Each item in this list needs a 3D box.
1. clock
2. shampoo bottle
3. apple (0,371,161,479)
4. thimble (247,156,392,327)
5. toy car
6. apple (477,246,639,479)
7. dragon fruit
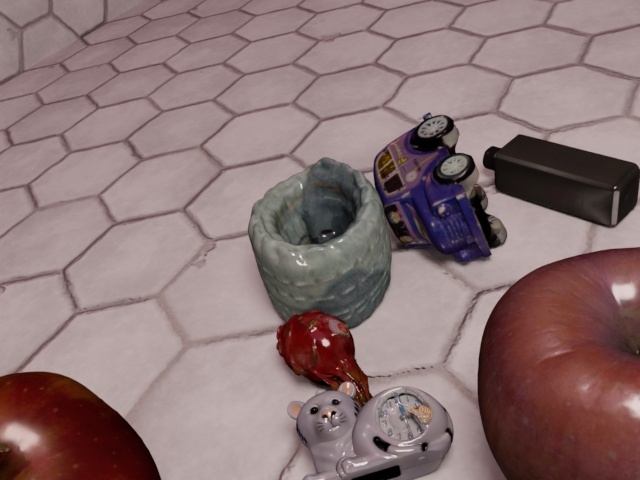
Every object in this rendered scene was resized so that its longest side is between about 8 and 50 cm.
[{"bbox_3d":[0.055,0.206,0.688,0.176,0.080,0.117,-16,50,0],"label":"clock"},{"bbox_3d":[0.373,-0.104,0.990,0.079,0.080,0.246,-36,41,-27],"label":"shampoo bottle"},{"bbox_3d":[-0.287,0.274,0.541,0.288,0.317,0.288,11,50,-13],"label":"apple"},{"bbox_3d":[0.000,0.000,0.915,0.204,0.172,0.250,-12,39,8],"label":"thimble"},{"bbox_3d":[0.175,-0.066,0.960,0.157,0.172,0.235,-26,38,13],"label":"toy car"},{"bbox_3d":[0.299,0.145,0.570,0.305,0.235,0.306,-12,34,8],"label":"apple"},{"bbox_3d":[0.021,0.153,0.788,0.094,0.094,0.190,-38,51,-27],"label":"dragon fruit"}]
